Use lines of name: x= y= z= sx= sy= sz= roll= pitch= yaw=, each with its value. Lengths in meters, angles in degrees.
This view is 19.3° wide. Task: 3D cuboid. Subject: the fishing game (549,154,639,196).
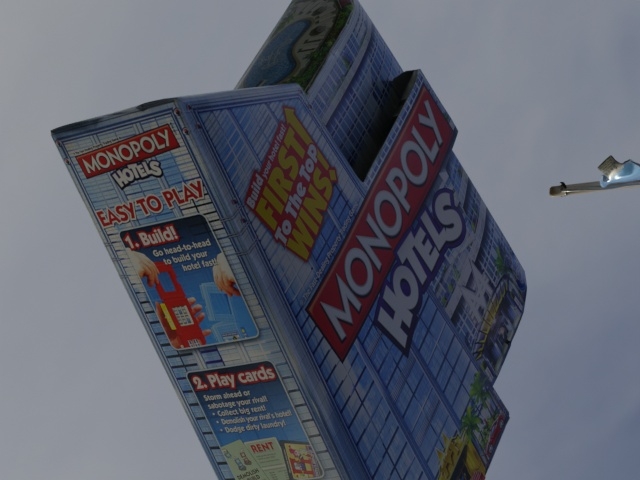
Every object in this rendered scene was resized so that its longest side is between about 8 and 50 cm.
fishing game: x=0.273 y=-0.064 z=1.251 sx=0.264 sy=0.189 sz=0.041 roll=-14 pitch=-95 yaw=63

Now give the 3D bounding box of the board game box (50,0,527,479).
board game box: x=0.000 y=0.000 z=0.662 sx=0.060 sy=0.194 sz=0.194 roll=-11 pitch=-145 yaw=36
